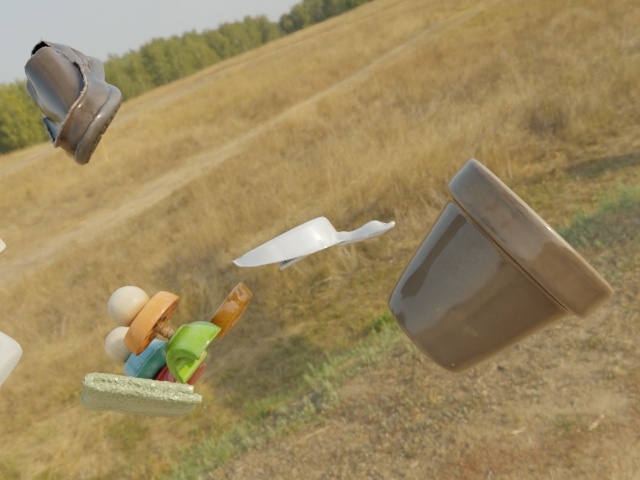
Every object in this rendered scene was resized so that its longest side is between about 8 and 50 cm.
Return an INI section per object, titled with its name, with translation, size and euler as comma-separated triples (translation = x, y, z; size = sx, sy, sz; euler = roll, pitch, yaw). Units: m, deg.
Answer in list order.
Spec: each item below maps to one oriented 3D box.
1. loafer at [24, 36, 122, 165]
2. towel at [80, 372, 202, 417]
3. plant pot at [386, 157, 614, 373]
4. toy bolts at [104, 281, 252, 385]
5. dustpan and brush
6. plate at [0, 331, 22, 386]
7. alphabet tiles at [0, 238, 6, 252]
[loafer]
translation = -0.424, -0.235, 1.027
size = 0.133, 0.130, 0.366
euler = -57, 36, 10
[towel]
translation = -0.235, 0.205, 0.819
size = 0.110, 0.148, 0.027
euler = 125, 153, -54
[plant pot]
translation = 0.220, 0.053, 0.867
size = 0.229, 0.263, 0.263
euler = -46, 13, 14
[toy bolts]
translation = -0.240, 0.138, 0.991
size = 0.228, 0.158, 0.218
euler = -57, -3, 37
[dustpan and brush]
translation = 0.000, 0.000, 0.865
size = 0.211, 0.060, 0.147
euler = -27, -1, 23
[plate]
translation = -0.578, 0.155, 0.864
size = 0.045, 0.277, 0.278
euler = -43, 20, 21
[alphabet tiles]
translation = -0.368, -0.070, 0.467
size = 0.021, 0.284, 0.278
euler = -50, 17, -6
